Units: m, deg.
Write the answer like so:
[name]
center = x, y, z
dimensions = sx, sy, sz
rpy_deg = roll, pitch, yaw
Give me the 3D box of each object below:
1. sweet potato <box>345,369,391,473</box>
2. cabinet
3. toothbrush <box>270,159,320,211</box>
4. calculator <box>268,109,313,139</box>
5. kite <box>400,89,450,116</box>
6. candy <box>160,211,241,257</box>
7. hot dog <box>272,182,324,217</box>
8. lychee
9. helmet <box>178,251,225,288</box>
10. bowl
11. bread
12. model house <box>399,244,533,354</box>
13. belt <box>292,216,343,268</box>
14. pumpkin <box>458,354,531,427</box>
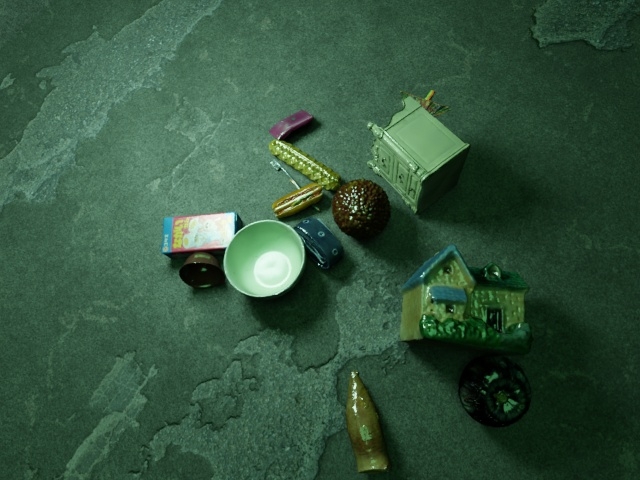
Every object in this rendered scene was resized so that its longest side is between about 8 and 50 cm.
[sweet potato]
center = 0.142, 0.610, 1.491
dimensions = 0.131, 0.131, 0.336
rpy_deg = -16, 70, 1
[cabinet]
center = 0.356, -0.323, 1.707
dimensions = 0.228, 0.290, 0.318
rpy_deg = -38, 69, -9
[toothbrush]
center = -0.104, -0.234, 1.865
dimensions = 0.031, 0.023, 0.321
rpy_deg = -43, 71, -2
[calculator]
center = -0.130, -0.510, 1.931
dimensions = 0.191, 0.034, 0.126
rpy_deg = -34, 38, -7
[kite]
center = 0.443, -0.595, 1.937
dimensions = 0.241, 0.014, 0.183
rpy_deg = 29, 76, 16
[candy]
center = -0.479, -0.019, 1.792
dimensions = 0.306, 0.100, 0.157
rpy_deg = -5, 72, 4
[hot dog]
center = -0.089, -0.166, 1.801
dimensions = 0.236, 0.062, 0.092
rpy_deg = -28, 69, 8
[lychee]
center = 0.155, -0.115, 1.684
dimensions = 0.236, 0.271, 0.235
rpy_deg = 3, 113, 6
[helmet]
center = -0.454, 0.103, 1.735
dimensions = 0.175, 0.155, 0.106
rpy_deg = 4, 44, -3
[bowl]
center = -0.199, 0.085, 1.691
dimensions = 0.308, 0.163, 0.306
rpy_deg = -2, 71, 6
[bread]
center = -0.066, -0.322, 1.865
dimensions = 0.368, 0.084, 0.077
rpy_deg = 34, 122, 17
[model house]
center = 0.490, 0.196, 1.500
dimensions = 0.383, 0.334, 0.342
rpy_deg = 9, 74, -1
[belt]
center = 0.000, 0.000, 1.719
dimensions = 0.129, 0.122, 0.218
rpy_deg = -32, 70, -32
[pumpkin]
center = 0.571, 0.496, 1.460
dimensions = 0.233, 0.163, 0.232
rpy_deg = 0, 89, 3
